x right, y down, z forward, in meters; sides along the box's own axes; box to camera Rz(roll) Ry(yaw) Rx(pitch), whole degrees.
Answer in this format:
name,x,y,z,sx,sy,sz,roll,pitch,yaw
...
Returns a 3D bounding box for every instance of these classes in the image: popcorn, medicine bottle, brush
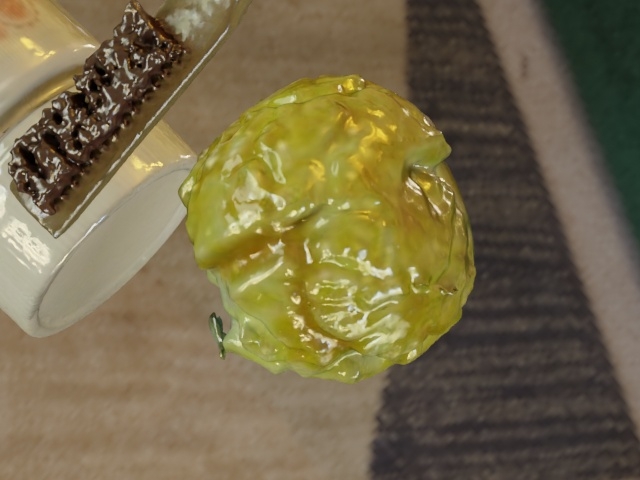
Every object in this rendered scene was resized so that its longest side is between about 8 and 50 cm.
name,x,y,z,sx,sy,sz,roll,pitch,yaw
popcorn,0.000,0.000,1.183,0.198,0.212,0.198,1,86,-21
medicine bottle,-0.283,-0.117,1.539,0.371,0.211,0.211,44,47,12
brush,-0.054,-0.107,0.871,0.043,0.248,0.036,45,7,26
